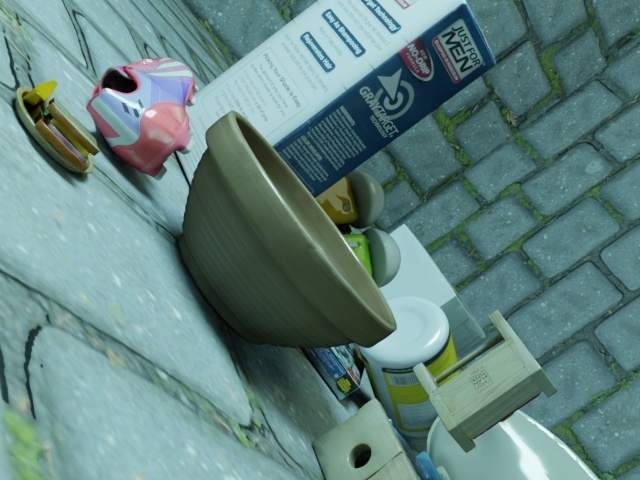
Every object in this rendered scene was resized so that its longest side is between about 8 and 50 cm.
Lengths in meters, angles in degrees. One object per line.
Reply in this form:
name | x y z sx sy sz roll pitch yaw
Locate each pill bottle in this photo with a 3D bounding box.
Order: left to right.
pill bottle | 0.109 0.160 0.993 0.103 0.103 0.184 -119 -172 -51

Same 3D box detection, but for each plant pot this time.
plant pot | -0.045 0.012 0.750 0.237 0.110 0.237 53 5 -7

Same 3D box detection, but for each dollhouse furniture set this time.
dollhouse furniture set | 0.117 0.180 0.671 0.129 0.184 0.129 49 8 -35

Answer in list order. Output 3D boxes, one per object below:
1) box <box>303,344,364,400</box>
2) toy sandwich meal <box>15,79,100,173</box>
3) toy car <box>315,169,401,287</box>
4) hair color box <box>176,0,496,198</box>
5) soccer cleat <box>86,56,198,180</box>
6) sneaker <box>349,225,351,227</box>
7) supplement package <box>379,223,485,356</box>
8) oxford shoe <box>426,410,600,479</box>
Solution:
box | 0.010 0.118 0.951 0.094 0.027 0.137 55 6 1
toy sandwich meal | -0.184 -0.083 0.618 0.085 0.029 0.085 52 6 -8
toy car | 0.000 0.000 1.081 0.136 0.159 0.181 -40 -120 55
hair color box | 0.002 -0.166 0.978 0.105 0.347 0.174 47 9 -45
soccer cleat | -0.172 -0.141 0.821 0.095 0.083 0.248 45 12 -27
sneaker | -0.050 -0.043 1.189 0.209 0.094 0.081 26 30 -24
supplement package | 0.178 0.116 1.627 0.194 0.149 0.203 58 7 36
oxford shoe | 0.232 0.334 0.811 0.130 0.169 0.449 42 18 -53
